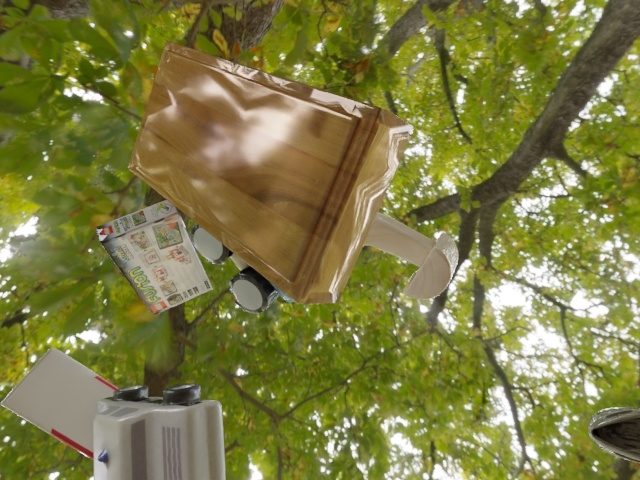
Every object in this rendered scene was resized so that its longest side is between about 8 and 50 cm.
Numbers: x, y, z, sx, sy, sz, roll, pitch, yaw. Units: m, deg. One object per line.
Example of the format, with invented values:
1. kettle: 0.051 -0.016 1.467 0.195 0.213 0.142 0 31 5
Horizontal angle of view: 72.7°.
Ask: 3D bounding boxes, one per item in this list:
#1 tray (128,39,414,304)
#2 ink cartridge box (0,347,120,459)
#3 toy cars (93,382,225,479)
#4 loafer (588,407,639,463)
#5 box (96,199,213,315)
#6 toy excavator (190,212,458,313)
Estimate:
1. tray: -0.104 -0.112 0.552 0.076 0.411 0.203 7 -70 -51
2. ink cartridge box: -0.408 0.281 0.731 0.172 0.237 0.100 38 -124 -11
3. toy cars: -0.110 0.249 0.356 0.087 0.394 0.176 6 -65 -52
4. loafer: 0.593 0.313 0.666 0.111 0.319 0.112 15 -114 -42
5. box: -0.255 0.034 0.699 0.114 0.036 0.207 -24 -36 -15
6. toy excavator: 0.000 0.000 0.937 0.445 0.222 0.433 -35 -85 38
